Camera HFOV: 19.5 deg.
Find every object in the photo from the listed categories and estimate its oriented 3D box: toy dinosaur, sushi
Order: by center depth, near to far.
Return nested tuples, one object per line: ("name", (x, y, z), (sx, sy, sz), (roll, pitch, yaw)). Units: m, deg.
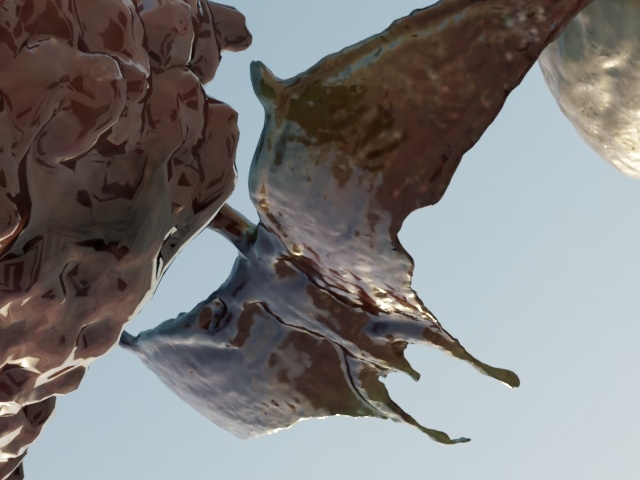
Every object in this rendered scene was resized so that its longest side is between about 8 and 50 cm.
("sushi", (-0.151, -0.033, 0.490), (0.270, 0.236, 0.171), (-44, -32, 22))
("toy dinosaur", (0.005, 0.008, 0.847), (0.113, 0.206, 0.327), (-53, -26, -39))

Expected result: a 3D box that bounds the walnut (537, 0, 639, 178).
("walnut", (0.262, -0.197, 1.194), (0.344, 0.306, 0.306), (80, -146, -64))
